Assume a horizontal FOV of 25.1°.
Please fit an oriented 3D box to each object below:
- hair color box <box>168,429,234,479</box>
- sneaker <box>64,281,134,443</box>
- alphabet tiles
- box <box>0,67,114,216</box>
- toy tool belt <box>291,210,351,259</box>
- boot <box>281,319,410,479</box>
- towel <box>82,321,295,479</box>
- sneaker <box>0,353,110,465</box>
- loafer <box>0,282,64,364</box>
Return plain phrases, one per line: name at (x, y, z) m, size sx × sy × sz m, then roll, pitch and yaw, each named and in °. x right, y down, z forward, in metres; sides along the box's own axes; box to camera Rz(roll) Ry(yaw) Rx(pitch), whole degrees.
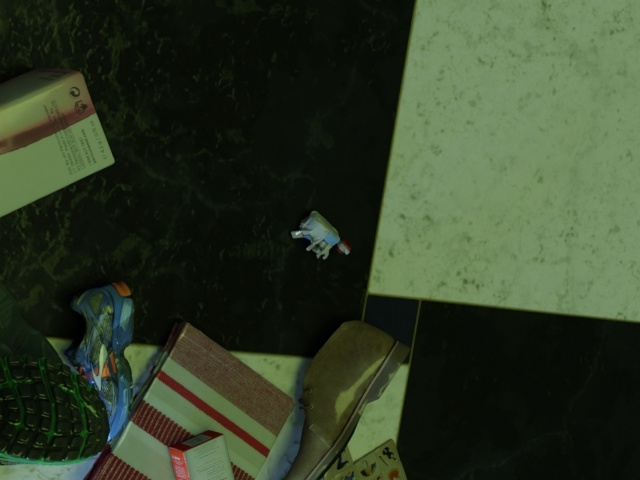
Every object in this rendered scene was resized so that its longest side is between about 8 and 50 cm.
hair color box at (-0.156, 0.341, 1.983) m, size 0.072 × 0.043 × 0.141 m, roll -19°, pitch 103°, yaw -35°
sneaker at (-0.299, 0.165, 1.916) m, size 0.087 × 0.083 × 0.221 m, roll 0°, pitch 92°, yaw -20°
alphabet tiles at (0.037, 0.412, 2.207) m, size 0.237 × 0.009 × 0.198 m, roll -29°, pitch 112°, yaw -27°
box at (-0.397, -0.111, 1.754) m, size 0.232 × 0.148 × 0.127 m, roll -28°, pitch 112°, yaw -27°
toy tool belt at (0.000, 0.000, 2.098) m, size 0.051 × 0.052 × 0.083 m, roll -39°, pitch 118°, yaw 13°
boot at (0.004, 0.257, 2.122) m, size 0.115 × 0.112 × 0.305 m, roll 33°, pitch 81°, yaw 2°
towel at (-0.192, 0.308, 2.003) m, size 0.237 × 0.037 × 0.329 m, roll 41°, pitch 69°, yaw -31°
sneaker at (-0.430, 0.215, 1.766) m, size 0.343 × 0.146 × 0.134 m, roll 9°, pitch 64°, yaw -14°
loafer at (-0.404, 0.152, 1.848) m, size 0.267 × 0.084 × 0.096 m, roll 64°, pitch 34°, yaw -27°
